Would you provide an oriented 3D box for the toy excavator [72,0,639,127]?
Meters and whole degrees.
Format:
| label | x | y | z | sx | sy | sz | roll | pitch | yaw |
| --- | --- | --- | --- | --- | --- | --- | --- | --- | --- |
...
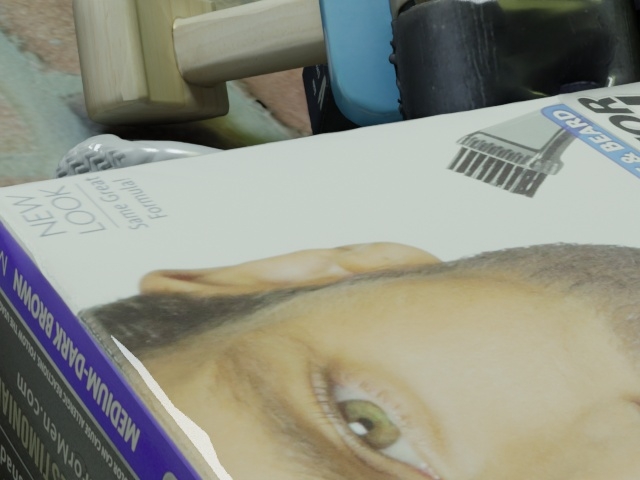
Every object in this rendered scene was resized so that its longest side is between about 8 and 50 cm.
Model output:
| label | x | y | z | sx | sy | sz | roll | pitch | yaw |
| --- | --- | --- | --- | --- | --- | --- | --- | --- | --- |
| toy excavator | 0.067 | -0.142 | 0.854 | 0.433 | 0.222 | 0.445 | -8 | -4 | -1 |

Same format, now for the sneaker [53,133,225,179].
| label | x | y | z | sx | sy | sz | roll | pitch | yaw |
| --- | --- | --- | --- | --- | --- | --- | --- | --- | --- |
| sneaker | 0.000 | 0.000 | 0.847 | 0.268 | 0.101 | 0.153 | 19 | 22 | 3 |

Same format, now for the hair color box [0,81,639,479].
| label | x | y | z | sx | sy | sz | roll | pitch | yaw |
| --- | --- | --- | --- | --- | --- | --- | --- | --- | --- |
| hair color box | 0.085 | 0.043 | 0.491 | 0.338 | 0.110 | 0.185 | -13 | 38 | -30 |

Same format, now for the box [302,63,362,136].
| label | x | y | z | sx | sy | sz | roll | pitch | yaw |
| --- | --- | --- | --- | --- | --- | --- | --- | --- | --- |
| box | 0.048 | -0.151 | 1.112 | 0.093 | 0.158 | 0.156 | 9 | 25 | -9 |
